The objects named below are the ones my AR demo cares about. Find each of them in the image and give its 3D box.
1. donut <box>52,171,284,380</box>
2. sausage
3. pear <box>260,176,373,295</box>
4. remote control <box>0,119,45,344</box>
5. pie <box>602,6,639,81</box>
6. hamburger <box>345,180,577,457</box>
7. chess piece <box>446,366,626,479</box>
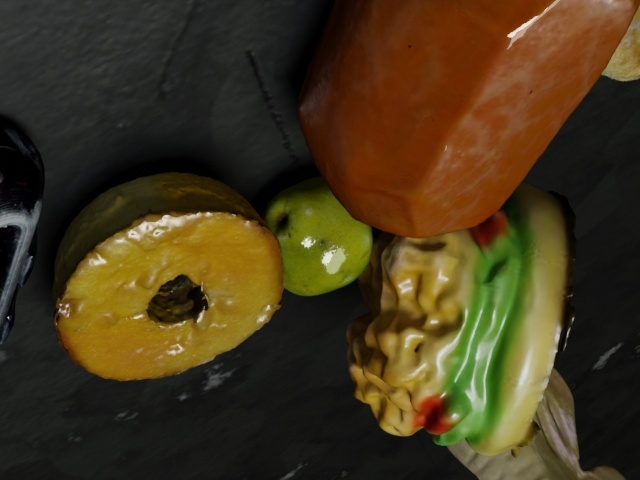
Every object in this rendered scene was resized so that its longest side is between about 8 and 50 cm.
[{"bbox_3d":[-0.106,0.021,0.768,0.162,0.065,0.178,-12,143,-17],"label":"donut"},{"bbox_3d":[0.085,-0.116,0.684,0.153,0.141,0.268,-9,145,-35],"label":"sausage"},{"bbox_3d":[0.000,0.000,0.828,0.097,0.092,0.092,9,130,-47],"label":"pear"},{"bbox_3d":[-0.225,0.041,0.697,0.090,0.066,0.266,-5,140,-32],"label":"remote control"},{"bbox_3d":[0.268,-0.194,0.832,0.218,0.052,0.185,2,141,-41],"label":"pie"},{"bbox_3d":[0.098,0.051,0.886,0.149,0.237,0.237,10,140,-2],"label":"hamburger"},{"bbox_3d":[0.171,0.163,1.010,0.137,0.301,0.137,-24,146,-17],"label":"chess piece"}]
